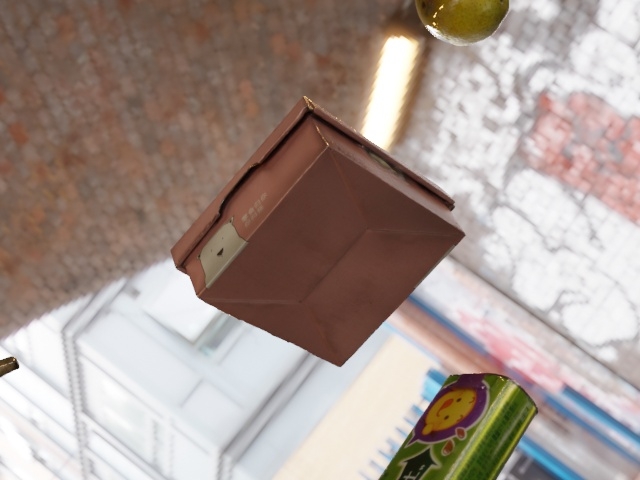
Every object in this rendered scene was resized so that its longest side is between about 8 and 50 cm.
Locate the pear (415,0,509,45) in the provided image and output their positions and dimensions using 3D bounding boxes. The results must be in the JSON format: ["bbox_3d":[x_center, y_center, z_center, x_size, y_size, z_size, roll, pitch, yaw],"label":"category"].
[{"bbox_3d":[0.185,-0.335,1.808,0.104,0.141,0.141,-19,-32,-36],"label":"pear"}]

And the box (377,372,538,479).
[{"bbox_3d":[0.125,0.313,1.578,0.134,0.097,0.345,-8,36,51],"label":"box"}]

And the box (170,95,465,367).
[{"bbox_3d":[0.000,0.000,1.310,0.215,0.086,0.215,31,-71,-35],"label":"box"}]

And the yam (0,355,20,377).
[{"bbox_3d":[-0.422,0.165,1.402,0.234,0.029,0.027,-21,13,14],"label":"yam"}]
